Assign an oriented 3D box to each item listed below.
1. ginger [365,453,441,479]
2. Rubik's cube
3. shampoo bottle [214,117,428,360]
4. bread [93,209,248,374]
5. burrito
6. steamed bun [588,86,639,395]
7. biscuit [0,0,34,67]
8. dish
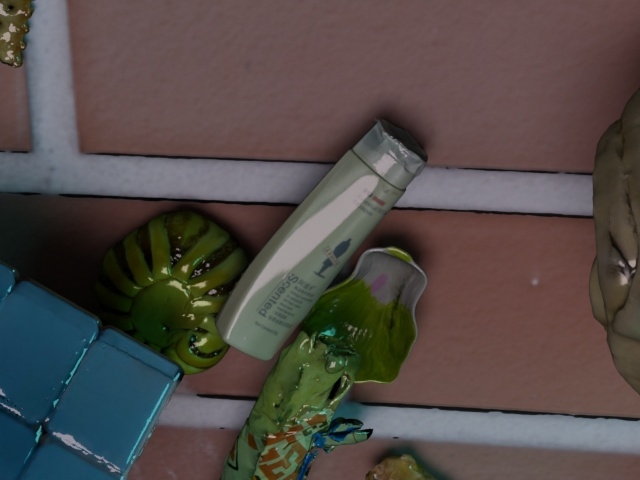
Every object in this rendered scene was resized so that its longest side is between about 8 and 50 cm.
[{"bbox_3d":[0.099,0.255,1.666,0.165,0.067,0.096,42,117,1],"label":"ginger"},{"bbox_3d":[-0.267,0.149,1.527,0.225,0.221,0.231,30,77,-7],"label":"Rubik's cube"},{"bbox_3d":[0.000,0.000,1.518,0.072,0.049,0.212,27,108,-40],"label":"shampoo bottle"},{"bbox_3d":[-0.118,0.046,1.583,0.130,0.071,0.139,43,116,-9],"label":"bread"},{"bbox_3d":[-0.021,0.173,1.626,0.104,0.054,0.288,3,136,-21],"label":"burrito"},{"bbox_3d":[0.323,0.023,1.405,0.347,0.237,0.394,6,90,-19],"label":"steamed bun"},{"bbox_3d":[-0.276,-0.242,1.481,0.144,0.016,0.203,17,119,-1],"label":"biscuit"},{"bbox_3d":[0.041,0.051,1.576,0.091,0.039,0.137,25,122,-4],"label":"dish"}]
